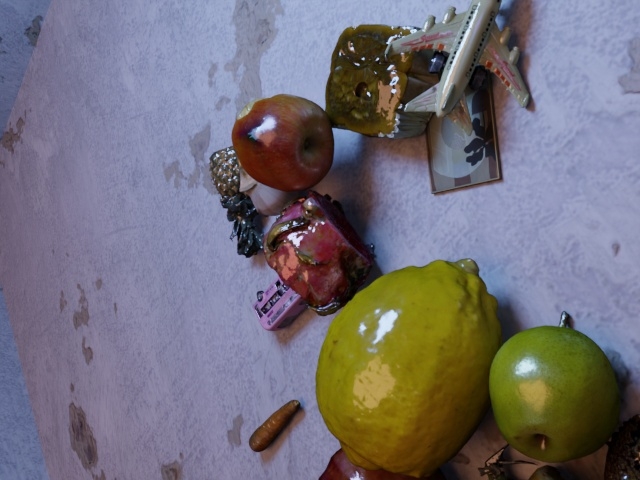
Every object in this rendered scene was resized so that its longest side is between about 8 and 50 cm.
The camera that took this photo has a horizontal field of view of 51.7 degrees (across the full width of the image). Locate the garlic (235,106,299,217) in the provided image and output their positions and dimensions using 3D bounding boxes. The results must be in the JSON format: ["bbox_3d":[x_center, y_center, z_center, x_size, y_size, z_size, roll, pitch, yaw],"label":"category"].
[{"bbox_3d":[-0.090,-0.172,1.351,0.143,0.178,0.229,-18,94,14],"label":"garlic"}]

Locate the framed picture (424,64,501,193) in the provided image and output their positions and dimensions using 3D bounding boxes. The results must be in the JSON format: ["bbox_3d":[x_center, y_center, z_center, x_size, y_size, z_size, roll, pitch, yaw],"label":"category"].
[{"bbox_3d":[0.228,-0.187,1.090,0.136,0.010,0.200,-10,82,46],"label":"framed picture"}]

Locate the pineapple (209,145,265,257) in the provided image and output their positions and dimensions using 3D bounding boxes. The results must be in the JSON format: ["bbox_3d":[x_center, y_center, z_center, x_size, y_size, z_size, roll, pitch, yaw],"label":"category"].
[{"bbox_3d":[-0.175,-0.086,1.466,0.125,0.125,0.251,-16,86,46],"label":"pineapple"}]

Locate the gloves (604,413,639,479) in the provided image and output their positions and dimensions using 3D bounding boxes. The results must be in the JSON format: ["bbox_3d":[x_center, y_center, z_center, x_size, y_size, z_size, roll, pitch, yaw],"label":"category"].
[{"bbox_3d":[0.435,0.320,0.742,0.312,0.135,0.210,29,117,59],"label":"gloves"}]

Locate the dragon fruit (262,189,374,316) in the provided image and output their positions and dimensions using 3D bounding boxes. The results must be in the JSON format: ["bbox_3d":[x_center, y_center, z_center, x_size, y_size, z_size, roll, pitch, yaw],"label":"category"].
[{"bbox_3d":[0.000,0.000,1.200,0.147,0.211,0.282,-47,39,22],"label":"dragon fruit"}]

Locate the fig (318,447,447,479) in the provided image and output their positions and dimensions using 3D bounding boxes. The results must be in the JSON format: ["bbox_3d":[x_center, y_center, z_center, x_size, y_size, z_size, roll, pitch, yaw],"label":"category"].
[{"bbox_3d":[0.112,0.451,1.074,0.263,0.224,0.224,26,109,35],"label":"fig"}]

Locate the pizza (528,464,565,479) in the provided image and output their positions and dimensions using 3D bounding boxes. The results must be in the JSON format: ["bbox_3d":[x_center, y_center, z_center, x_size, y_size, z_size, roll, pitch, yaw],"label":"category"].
[{"bbox_3d":[0.351,0.415,0.806,0.074,0.251,0.287,-37,66,9],"label":"pizza"}]

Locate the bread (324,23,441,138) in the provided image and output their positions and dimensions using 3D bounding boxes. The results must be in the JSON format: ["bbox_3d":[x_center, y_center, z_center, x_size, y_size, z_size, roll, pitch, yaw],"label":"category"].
[{"bbox_3d":[0.101,-0.274,1.146,0.210,0.110,0.192,25,110,48],"label":"bread"}]

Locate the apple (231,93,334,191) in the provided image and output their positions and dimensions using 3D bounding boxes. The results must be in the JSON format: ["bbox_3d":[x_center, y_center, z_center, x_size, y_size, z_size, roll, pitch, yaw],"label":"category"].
[{"bbox_3d":[-0.070,-0.177,1.180,0.199,0.199,0.199,0,90,47],"label":"apple"}]

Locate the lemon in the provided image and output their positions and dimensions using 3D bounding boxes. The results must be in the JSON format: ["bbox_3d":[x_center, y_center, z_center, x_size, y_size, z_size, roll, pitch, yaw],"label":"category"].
[{"bbox_3d":[0.132,0.189,1.004,0.285,0.285,0.316,-6,85,47],"label":"lemon"}]

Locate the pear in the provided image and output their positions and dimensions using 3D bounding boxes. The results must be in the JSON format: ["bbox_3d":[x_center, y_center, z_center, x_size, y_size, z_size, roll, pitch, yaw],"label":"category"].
[{"bbox_3d":[0.317,0.189,0.896,0.166,0.216,0.180,-20,117,35],"label":"pear"}]

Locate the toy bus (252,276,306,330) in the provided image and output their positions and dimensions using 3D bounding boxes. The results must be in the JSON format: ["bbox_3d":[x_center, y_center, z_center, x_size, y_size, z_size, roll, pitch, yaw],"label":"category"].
[{"bbox_3d":[-0.065,0.109,1.369,0.203,0.063,0.090,-49,59,37],"label":"toy bus"}]

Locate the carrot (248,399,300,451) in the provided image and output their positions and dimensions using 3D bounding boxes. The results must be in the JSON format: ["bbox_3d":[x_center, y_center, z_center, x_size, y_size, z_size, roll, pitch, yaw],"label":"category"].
[{"bbox_3d":[-0.094,0.394,1.415,0.191,0.047,0.047,-49,56,30],"label":"carrot"}]

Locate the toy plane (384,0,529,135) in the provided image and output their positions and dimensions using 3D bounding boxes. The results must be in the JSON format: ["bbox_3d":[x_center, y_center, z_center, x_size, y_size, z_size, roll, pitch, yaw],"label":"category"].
[{"bbox_3d":[0.224,-0.292,1.008,0.229,0.092,0.244,22,90,5],"label":"toy plane"}]

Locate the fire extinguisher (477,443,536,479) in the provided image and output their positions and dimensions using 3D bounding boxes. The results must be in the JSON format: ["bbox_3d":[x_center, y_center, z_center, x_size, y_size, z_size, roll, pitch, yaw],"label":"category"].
[{"bbox_3d":[0.294,0.420,0.983,0.099,0.071,0.231,-16,75,18],"label":"fire extinguisher"}]
